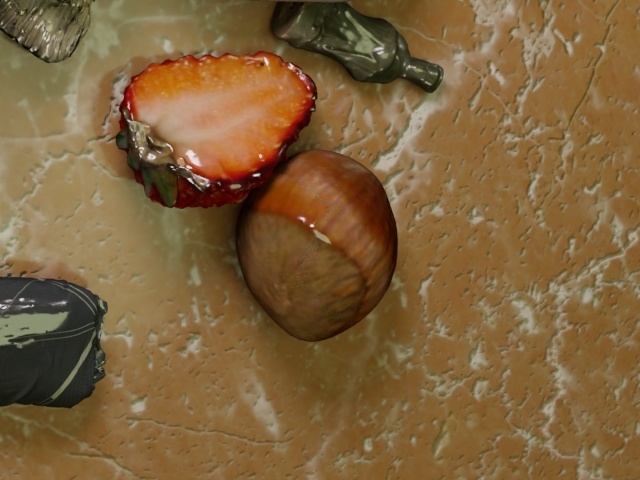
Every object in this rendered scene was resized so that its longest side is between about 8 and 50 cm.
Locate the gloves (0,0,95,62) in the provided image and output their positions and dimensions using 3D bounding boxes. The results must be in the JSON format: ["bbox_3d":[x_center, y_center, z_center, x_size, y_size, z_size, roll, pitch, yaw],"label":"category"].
[{"bbox_3d":[-0.264,-0.345,1.775,0.210,0.135,0.312,49,116,9],"label":"gloves"}]

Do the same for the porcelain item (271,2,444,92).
[{"bbox_3d":[0.051,-0.221,1.969,0.216,0.069,0.081,27,80,-27],"label":"porcelain item"}]

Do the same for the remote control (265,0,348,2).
[{"bbox_3d":[-0.050,-0.368,1.862,0.332,0.103,0.221,1,87,-8],"label":"remote control"}]

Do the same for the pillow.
[{"bbox_3d":[-0.398,0.119,1.868,0.335,0.092,0.161,-3,106,-17],"label":"pillow"}]

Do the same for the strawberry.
[{"bbox_3d":[-0.114,-0.114,1.909,0.236,0.111,0.190,-26,66,-31],"label":"strawberry"}]

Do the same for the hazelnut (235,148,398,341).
[{"bbox_3d":[0.000,0.000,1.941,0.214,0.176,0.214,-32,130,-47],"label":"hazelnut"}]
